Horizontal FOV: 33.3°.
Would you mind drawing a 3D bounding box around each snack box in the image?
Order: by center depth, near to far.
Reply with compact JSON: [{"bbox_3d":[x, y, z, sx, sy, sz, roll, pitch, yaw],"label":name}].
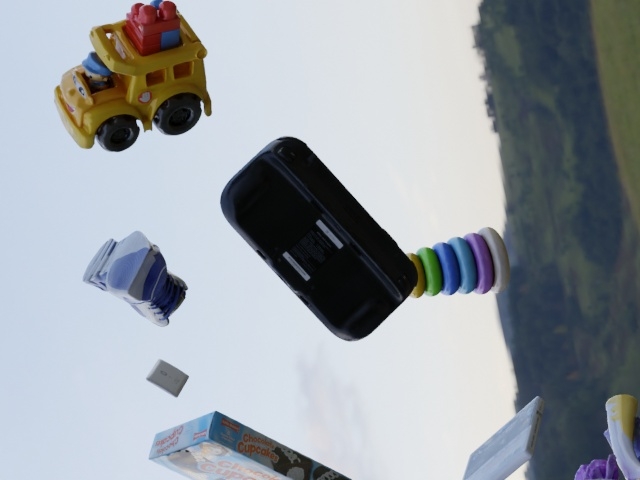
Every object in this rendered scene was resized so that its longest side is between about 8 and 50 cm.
[{"bbox_3d":[-0.123,0.411,1.915,0.322,0.187,0.060,33,-130,-28],"label":"snack box"}]

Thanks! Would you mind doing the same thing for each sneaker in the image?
[{"bbox_3d":[-0.324,0.079,2.050,0.182,0.315,0.127,33,-103,-23],"label":"sneaker"}]

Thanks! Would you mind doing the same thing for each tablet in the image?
[{"bbox_3d":[-0.225,0.202,1.577,0.054,0.006,0.083,31,-166,-3],"label":"tablet"}]

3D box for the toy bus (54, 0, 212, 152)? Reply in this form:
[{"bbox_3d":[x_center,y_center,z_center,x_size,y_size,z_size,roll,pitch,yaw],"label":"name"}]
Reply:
[{"bbox_3d":[-0.273,-0.257,1.556,0.149,0.220,0.211,56,154,30],"label":"toy bus"}]

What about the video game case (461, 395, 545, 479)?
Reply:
[{"bbox_3d":[0.310,0.373,1.851,0.022,0.190,0.173,40,-150,-1],"label":"video game case"}]

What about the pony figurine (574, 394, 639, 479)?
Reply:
[{"bbox_3d":[0.431,0.324,1.336,0.303,0.351,0.363,42,-145,-13],"label":"pony figurine"}]

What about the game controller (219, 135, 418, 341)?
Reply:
[{"bbox_3d":[0.000,0.000,1.601,0.319,0.166,0.067,48,180,-10],"label":"game controller"}]

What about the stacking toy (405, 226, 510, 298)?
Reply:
[{"bbox_3d":[0.217,0.070,2.215,0.141,0.330,0.141,168,90,-79],"label":"stacking toy"}]
